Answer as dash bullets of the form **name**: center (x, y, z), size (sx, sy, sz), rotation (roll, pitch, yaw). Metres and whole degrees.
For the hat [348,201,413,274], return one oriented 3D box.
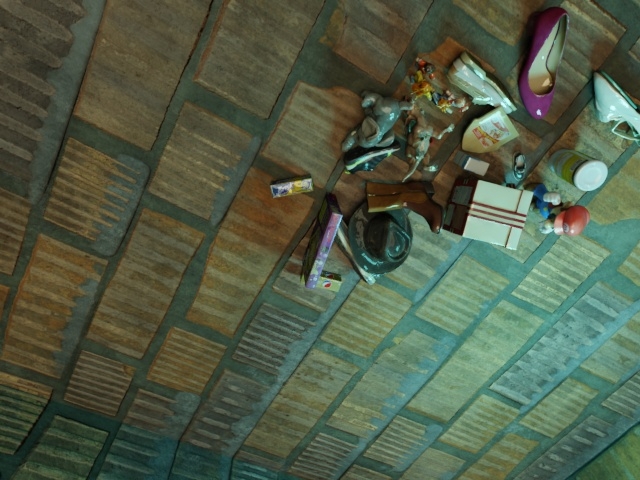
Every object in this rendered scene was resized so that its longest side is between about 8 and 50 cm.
- **hat**: center (0.272, -0.009, 1.690), size (0.330, 0.134, 0.332), rotation (-3, 100, -21)

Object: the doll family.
- **doll family**: center (0.403, -0.522, 1.484), size (0.262, 0.163, 0.118), rotation (37, 110, -19)

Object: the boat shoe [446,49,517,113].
- **boat shoe**: center (0.586, -0.554, 1.519), size (0.302, 0.113, 0.103), rotation (33, 132, -20)

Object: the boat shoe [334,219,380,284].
- **boat shoe**: center (0.162, 0.027, 1.792), size (0.130, 0.132, 0.356), rotation (-38, 116, -8)

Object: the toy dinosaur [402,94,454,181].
- **toy dinosaur**: center (0.355, -0.367, 1.546), size (0.127, 0.200, 0.296), rotation (3, 112, -29)

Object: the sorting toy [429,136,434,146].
- **sorting toy**: center (0.393, -0.378, 1.629), size (0.101, 0.042, 0.061), rotation (1, 82, 7)

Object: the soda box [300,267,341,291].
- **soda box**: center (0.001, 0.173, 1.879), size (0.181, 0.061, 0.058), rotation (14, 116, -10)

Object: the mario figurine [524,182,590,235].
- **mario figurine**: center (0.887, -0.110, 1.630), size (0.197, 0.321, 0.170), rotation (25, 113, -14)

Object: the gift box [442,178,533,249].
- **gift box**: center (0.663, -0.120, 1.663), size (0.257, 0.276, 0.256), rotation (13, 103, -5)

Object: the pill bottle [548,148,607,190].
- **pill bottle**: center (0.984, -0.280, 1.611), size (0.119, 0.209, 0.119), rotation (-1, 117, -2)

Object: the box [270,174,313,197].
- **box**: center (-0.114, -0.218, 1.674), size (0.168, 0.059, 0.054), rotation (-10, 115, 2)

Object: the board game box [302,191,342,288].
- **board game box**: center (0.000, 0.000, 1.709), size (0.056, 0.208, 0.347), rotation (15, 116, -10)

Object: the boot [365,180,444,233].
- **boot**: center (0.322, -0.133, 1.625), size (0.280, 0.264, 0.096), rotation (-1, 150, -9)

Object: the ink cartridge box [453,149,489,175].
- **ink cartridge box**: center (0.586, -0.304, 1.629), size (0.088, 0.122, 0.052), rotation (16, 112, -11)

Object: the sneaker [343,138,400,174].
- **sneaker**: center (0.201, -0.326, 1.637), size (0.234, 0.084, 0.097), rotation (-17, 137, 9)

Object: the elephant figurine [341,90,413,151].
- **elephant figurine**: center (0.197, -0.410, 1.534), size (0.169, 0.186, 0.240), rotation (10, 110, -15)

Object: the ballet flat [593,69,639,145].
- **ballet flat**: center (1.137, -0.477, 1.574), size (0.399, 0.139, 0.139), rotation (27, 113, -16)

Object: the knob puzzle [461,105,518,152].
- **knob puzzle**: center (0.633, -0.412, 1.606), size (0.212, 0.030, 0.213), rotation (-1, 143, -1)

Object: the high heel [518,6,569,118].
- **high heel**: center (0.784, -0.598, 1.453), size (0.127, 0.181, 0.378), rotation (-17, 117, 6)

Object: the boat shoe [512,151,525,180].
- **boat shoe**: center (0.807, -0.297, 1.689), size (0.046, 0.038, 0.125), rotation (-13, 117, 4)
